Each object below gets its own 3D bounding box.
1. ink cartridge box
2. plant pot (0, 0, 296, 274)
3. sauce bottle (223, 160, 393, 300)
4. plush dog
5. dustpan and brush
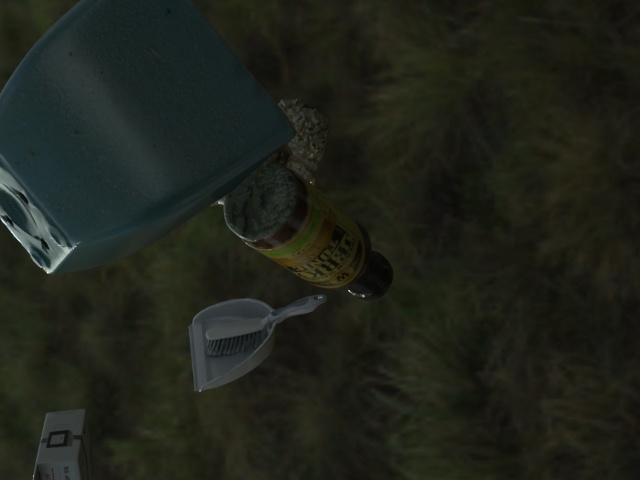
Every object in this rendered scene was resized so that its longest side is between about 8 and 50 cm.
[{"bbox_3d":[-0.360,0.328,1.915,0.180,0.060,0.104,-102,8,-67],"label":"ink cartridge box"},{"bbox_3d":[-0.228,-0.104,1.432,0.248,0.252,0.247,51,155,-3],"label":"plant pot"},{"bbox_3d":[0.000,0.000,1.787,0.111,0.344,0.111,-9,69,26],"label":"sauce bottle"},{"bbox_3d":[-0.121,-0.095,2.014,0.262,0.225,0.211,109,176,-73],"label":"plush dog"},{"bbox_3d":[-0.088,0.123,1.931,0.147,0.211,0.060,-102,-2,-49],"label":"dustpan and brush"}]
